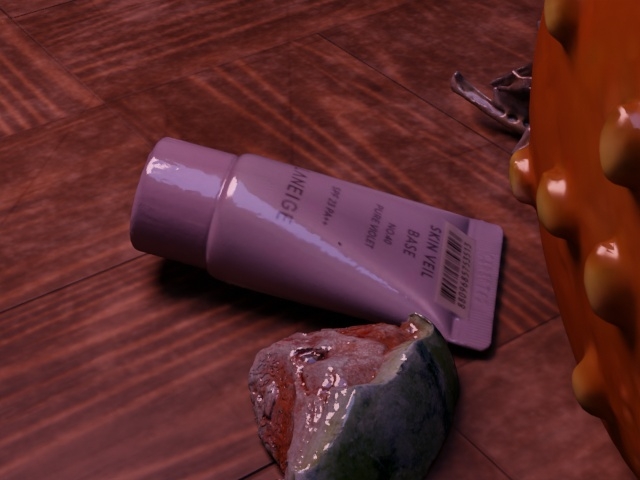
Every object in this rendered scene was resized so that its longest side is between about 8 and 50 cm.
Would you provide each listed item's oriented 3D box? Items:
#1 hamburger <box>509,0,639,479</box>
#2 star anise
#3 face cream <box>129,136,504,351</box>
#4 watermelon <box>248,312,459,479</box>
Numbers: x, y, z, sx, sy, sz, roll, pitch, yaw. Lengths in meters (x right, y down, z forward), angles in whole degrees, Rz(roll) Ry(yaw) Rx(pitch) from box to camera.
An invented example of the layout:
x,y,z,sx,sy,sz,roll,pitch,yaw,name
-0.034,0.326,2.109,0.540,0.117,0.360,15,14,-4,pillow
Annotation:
x,y,z,sx,sy,sz,roll,pitch,yaw,name
0.262,-0.016,0.612,0.278,0.395,0.395,-10,37,-6,hamburger
0.241,-0.131,0.971,0.262,0.081,0.230,-7,60,32,star anise
0.000,0.000,0.844,0.274,0.096,0.154,15,35,2,face cream
0.006,0.100,0.714,0.139,0.071,0.187,15,40,30,watermelon
